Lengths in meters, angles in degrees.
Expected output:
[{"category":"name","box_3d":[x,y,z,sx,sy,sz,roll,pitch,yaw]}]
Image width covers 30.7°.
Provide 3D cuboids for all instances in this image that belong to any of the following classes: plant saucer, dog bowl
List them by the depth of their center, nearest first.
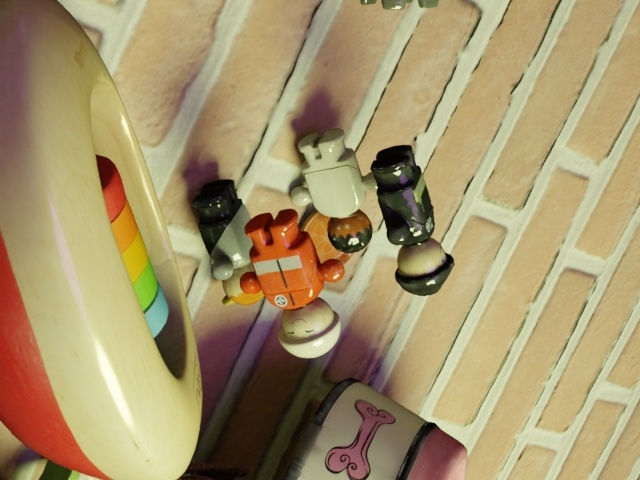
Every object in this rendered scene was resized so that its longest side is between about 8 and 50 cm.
[{"category":"dog bowl","box_3d":[0.040,0.362,1.252,0.408,0.150,0.408,15,90,-76]},{"category":"plant saucer","box_3d":[0.009,-0.004,1.276,0.083,0.013,0.084,-17,121,-29]}]

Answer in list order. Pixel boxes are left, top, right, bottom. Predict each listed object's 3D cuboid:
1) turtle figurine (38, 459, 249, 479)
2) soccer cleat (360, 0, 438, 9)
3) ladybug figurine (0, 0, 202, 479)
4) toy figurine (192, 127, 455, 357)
[{"category":"turtle figurine","box_3d":[-0.168,0.327,1.189,0.275,0.197,0.266,-47,127,-12]},{"category":"soccer cleat","box_3d":[0.153,-0.307,1.179,0.289,0.093,0.121,-16,114,-31]},{"category":"ladybug figurine","box_3d":[-0.217,0.021,0.956,0.161,0.305,0.449,-14,118,2]},{"category":"toy figurine","box_3d":[0.000,0.000,1.138,0.213,0.209,0.148,-30,116,-22]}]
